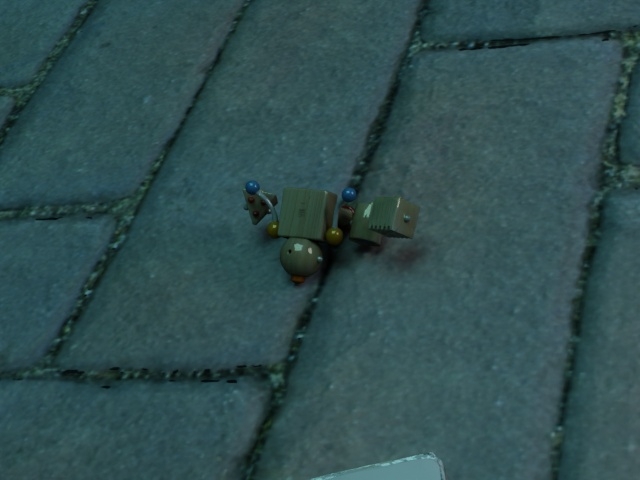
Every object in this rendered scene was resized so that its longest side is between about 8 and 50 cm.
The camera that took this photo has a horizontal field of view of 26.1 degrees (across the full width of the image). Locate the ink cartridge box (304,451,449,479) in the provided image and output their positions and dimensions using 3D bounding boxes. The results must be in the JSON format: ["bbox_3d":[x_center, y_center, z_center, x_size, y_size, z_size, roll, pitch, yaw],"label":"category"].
[{"bbox_3d":[0.048,0.236,0.672,0.092,0.218,0.158,-12,37,9],"label":"ink cartridge box"}]

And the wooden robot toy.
[{"bbox_3d":[0.000,0.000,1.145,0.173,0.076,0.079,6,78,29],"label":"wooden robot toy"}]
